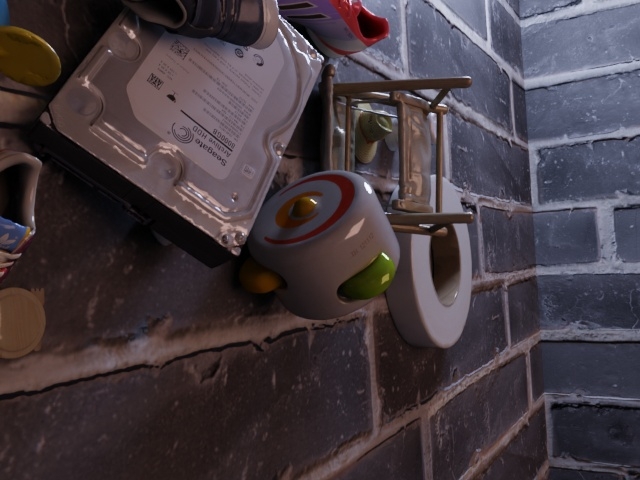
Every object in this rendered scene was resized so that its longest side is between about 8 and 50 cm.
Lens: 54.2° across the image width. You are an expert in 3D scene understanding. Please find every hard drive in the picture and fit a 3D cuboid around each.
[{"bbox_3d":[-0.137,-0.169,0.713,0.237,0.064,0.338,38,53,-24],"label":"hard drive"}]

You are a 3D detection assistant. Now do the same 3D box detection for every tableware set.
[{"bbox_3d":[-0.308,0.047,0.518,0.169,0.020,0.141,-21,102,-57],"label":"tableware set"}]

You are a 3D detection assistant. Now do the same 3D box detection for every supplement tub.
[{"bbox_3d":[0.195,-0.228,1.310,0.071,0.107,0.071,9,79,-58],"label":"supplement tub"}]

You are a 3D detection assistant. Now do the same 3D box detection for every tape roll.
[{"bbox_3d":[0.250,0.046,1.406,0.392,0.072,0.391,10,79,-58],"label":"tape roll"}]

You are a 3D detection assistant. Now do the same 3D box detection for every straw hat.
[{"bbox_3d":[0.104,-0.220,1.202,0.144,0.061,0.144,13,74,-58],"label":"straw hat"}]

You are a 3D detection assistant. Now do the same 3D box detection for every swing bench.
[{"bbox_3d":[0.115,-0.145,1.076,0.165,0.255,0.253,123,-31,-80],"label":"swing bench"}]

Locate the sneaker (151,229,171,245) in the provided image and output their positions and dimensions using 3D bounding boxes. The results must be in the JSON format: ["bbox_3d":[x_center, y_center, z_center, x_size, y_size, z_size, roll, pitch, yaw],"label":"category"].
[{"bbox_3d":[-0.133,-0.050,0.768,0.166,0.076,0.065,-58,135,-45],"label":"sneaker"}]

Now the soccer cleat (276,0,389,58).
[{"bbox_3d":[-0.004,-0.382,0.985,0.318,0.117,0.108,15,74,-58],"label":"soccer cleat"}]

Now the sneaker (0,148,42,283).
[{"bbox_3d":[-0.271,0.013,0.483,0.070,0.084,0.185,30,60,-52],"label":"sneaker"}]

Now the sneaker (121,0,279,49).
[{"bbox_3d":[-0.144,-0.317,0.663,0.163,0.086,0.226,-12,80,-44],"label":"sneaker"}]

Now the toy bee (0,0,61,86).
[{"bbox_3d":[-0.294,-0.182,0.433,0.195,0.162,0.298,-9,84,-15],"label":"toy bee"}]

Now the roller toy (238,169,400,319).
[{"bbox_3d":[0.000,0.000,0.877,0.146,0.209,0.191,61,28,-34],"label":"roller toy"}]
